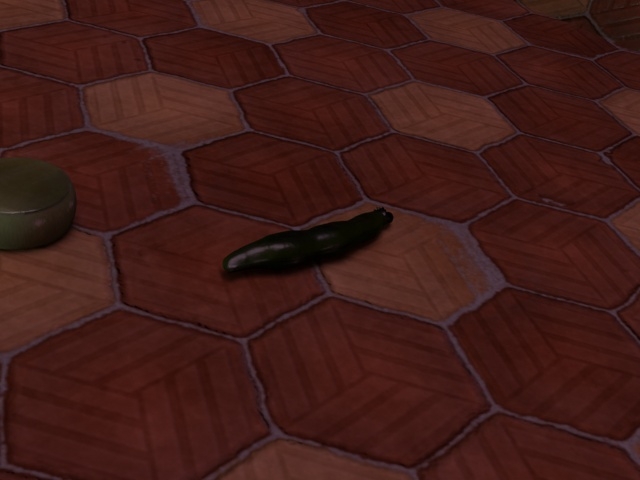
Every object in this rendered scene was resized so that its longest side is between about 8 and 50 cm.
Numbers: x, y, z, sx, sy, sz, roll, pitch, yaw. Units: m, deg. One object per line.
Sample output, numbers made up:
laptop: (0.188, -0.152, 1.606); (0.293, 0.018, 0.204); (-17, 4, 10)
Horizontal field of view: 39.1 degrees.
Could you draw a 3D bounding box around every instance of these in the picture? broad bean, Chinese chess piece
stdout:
broad bean: (0.001, 0.001, 1.174); (0.297, 0.043, 0.060); (-15, 30, -37)
Chinese chess piece: (-0.375, -0.046, 1.111); (0.144, 0.058, 0.144); (7, 33, -4)
